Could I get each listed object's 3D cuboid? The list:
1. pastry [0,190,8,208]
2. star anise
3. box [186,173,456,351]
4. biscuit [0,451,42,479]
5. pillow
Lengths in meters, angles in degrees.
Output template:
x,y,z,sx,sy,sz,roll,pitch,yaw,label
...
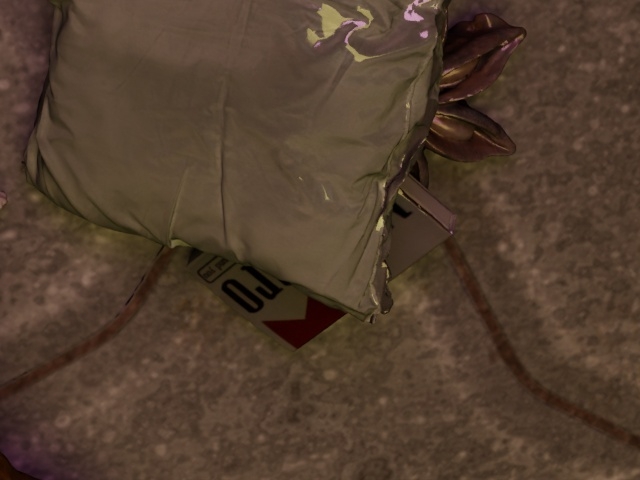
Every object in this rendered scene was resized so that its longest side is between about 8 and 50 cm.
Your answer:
x,y,z,sx,sy,sz,roll,pitch,yaw,label
-0.295,0.088,1.387,0.121,0.089,0.258,4,109,-2,pastry
0.062,-0.116,1.396,0.197,0.073,0.212,-27,119,2,star anise
0.000,0.000,1.408,0.115,0.036,0.177,40,123,-20,box
-0.289,0.305,1.438,0.359,0.074,0.381,-7,132,-11,biscuit
-0.066,-0.105,1.285,0.310,0.138,0.283,18,118,19,pillow
